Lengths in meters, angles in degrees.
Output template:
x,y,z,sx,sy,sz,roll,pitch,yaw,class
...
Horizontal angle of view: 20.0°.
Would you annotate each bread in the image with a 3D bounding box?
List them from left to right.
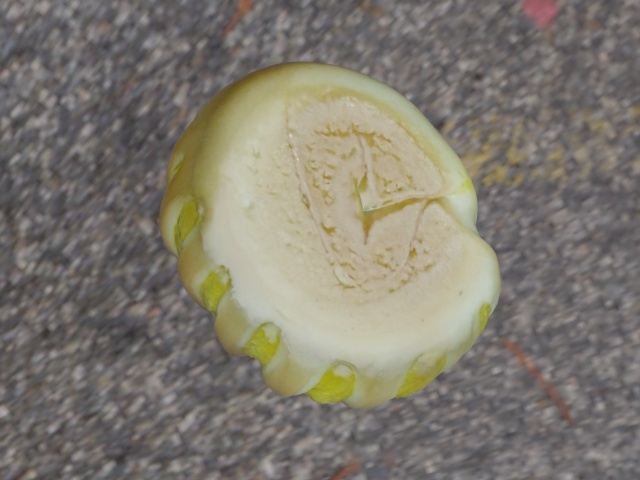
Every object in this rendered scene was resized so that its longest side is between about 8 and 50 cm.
x,y,z,sx,sy,sz,roll,pitch,yaw,class
0.000,0.000,1.068,0.213,0.105,0.213,12,61,-22,bread
